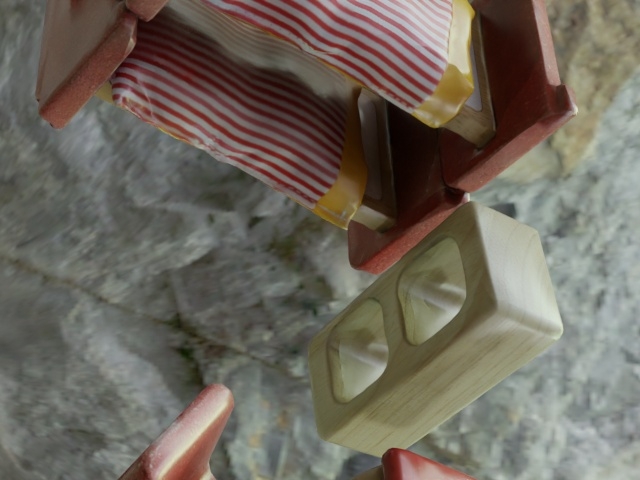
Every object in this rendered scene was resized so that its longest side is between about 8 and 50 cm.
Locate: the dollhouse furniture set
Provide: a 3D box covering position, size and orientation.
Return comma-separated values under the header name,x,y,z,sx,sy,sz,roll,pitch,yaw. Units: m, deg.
name,x,y,z,sx,sy,sz,roll,pitch,yaw
dollhouse furniture set,0.000,0.000,0.628,0.201,0.152,0.374,24,-138,-29
